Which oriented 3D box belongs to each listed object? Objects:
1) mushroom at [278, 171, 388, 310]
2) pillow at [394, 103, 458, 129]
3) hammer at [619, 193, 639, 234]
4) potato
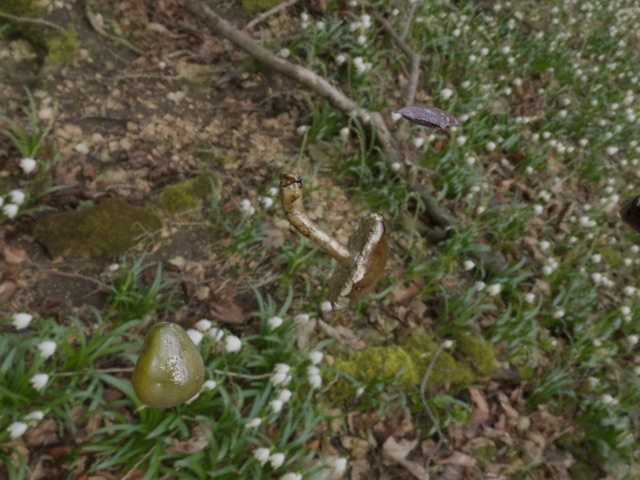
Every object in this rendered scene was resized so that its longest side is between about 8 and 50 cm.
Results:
[{"bbox_3d":[0.026,-0.004,1.371,0.208,0.233,0.301,-24,70,-47],"label":"mushroom"},{"bbox_3d":[0.244,-0.281,1.363,0.118,0.043,0.185,24,25,15],"label":"pillow"},{"bbox_3d":[0.630,0.063,0.959,0.409,0.095,0.242,35,2,-5],"label":"hammer"},{"bbox_3d":[-0.332,0.270,1.327,0.157,0.157,0.193,-76,165,-77],"label":"potato"}]
